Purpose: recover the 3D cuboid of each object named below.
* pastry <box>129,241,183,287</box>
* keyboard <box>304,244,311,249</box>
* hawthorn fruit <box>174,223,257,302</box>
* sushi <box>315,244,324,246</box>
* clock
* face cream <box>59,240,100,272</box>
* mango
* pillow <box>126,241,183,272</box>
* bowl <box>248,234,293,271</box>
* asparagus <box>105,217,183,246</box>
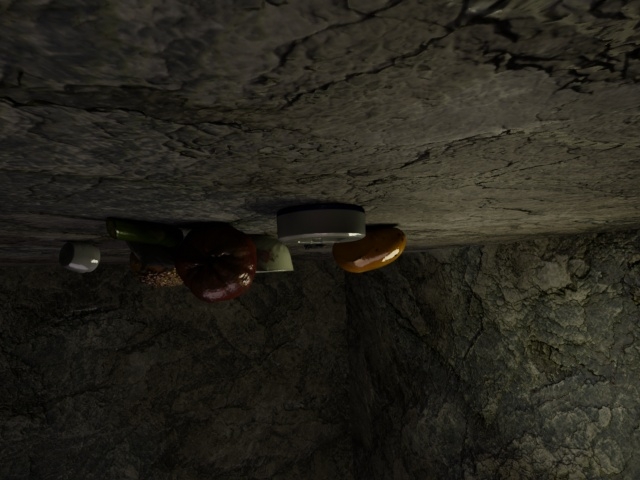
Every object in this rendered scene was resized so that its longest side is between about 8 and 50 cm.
[{"bbox_3d":[-0.639,0.103,1.730,0.284,0.185,0.315,1,173,-44],"label":"pastry"},{"bbox_3d":[-0.026,0.019,1.961,0.106,0.027,0.317,-2,175,-5],"label":"keyboard"},{"bbox_3d":[-0.310,0.071,1.275,0.257,0.259,0.262,-3,147,7],"label":"hawthorn fruit"},{"bbox_3d":[0.000,0.000,1.654,0.044,0.046,0.083,4,172,-44],"label":"sushi"},{"bbox_3d":[0.001,-0.037,1.079,0.230,0.083,0.230,-1,176,0],"label":"clock"},{"bbox_3d":[-0.884,0.060,1.532,0.117,0.117,0.104,-5,165,26],"label":"face cream"},{"bbox_3d":[0.185,0.028,1.514,0.290,0.160,0.191,-18,160,36],"label":"mango"},{"bbox_3d":[-0.494,0.029,1.296,0.059,0.169,0.255,-34,167,12],"label":"pillow"},{"bbox_3d":[-0.244,0.057,1.633,0.276,0.146,0.277,-2,173,0],"label":"bowl"},{"bbox_3d":[-0.486,-0.019,1.159,0.067,0.060,0.277,7,178,21],"label":"asparagus"}]
